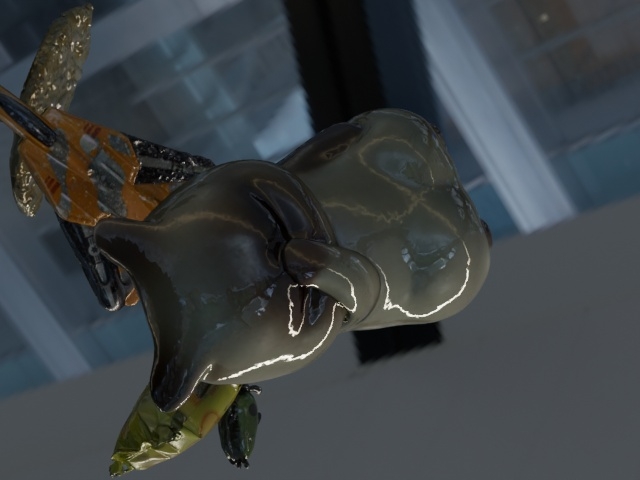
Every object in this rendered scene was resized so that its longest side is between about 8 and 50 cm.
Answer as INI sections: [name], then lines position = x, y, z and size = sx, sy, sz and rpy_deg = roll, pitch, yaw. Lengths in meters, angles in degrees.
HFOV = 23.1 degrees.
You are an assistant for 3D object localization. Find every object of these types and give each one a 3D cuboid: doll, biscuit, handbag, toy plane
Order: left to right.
[biscuit]
position = -0.354, -0.180, 2.007
size = 0.141, 0.038, 0.290
rpy_deg = 50, 56, -80
[toy plane]
position = -0.273, -0.085, 1.698
size = 0.204, 0.316, 0.103
rpy_deg = -54, -163, -12
[handbag]
position = -0.107, 0.246, 2.073
size = 0.047, 0.111, 0.072
rpy_deg = -3, 170, 27
[doll]
position = -0.002, 0.006, 1.486
size = 0.370, 0.215, 0.226
rpy_deg = -21, -178, -40

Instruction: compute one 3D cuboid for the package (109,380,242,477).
[package]
position = -0.167, 0.195, 1.931
size = 0.168, 0.090, 0.226
rpy_deg = -35, -167, 51
